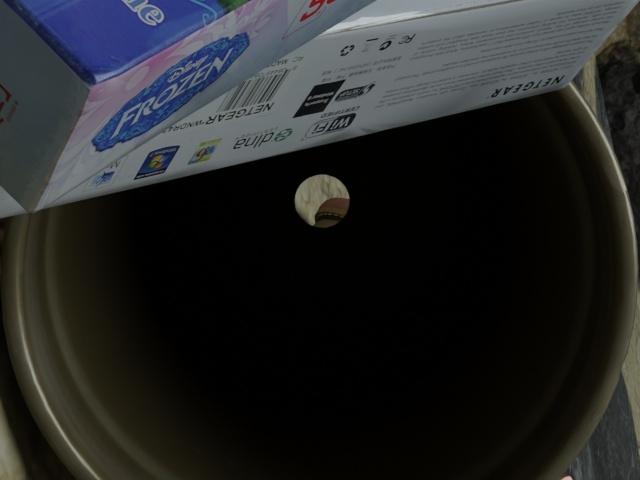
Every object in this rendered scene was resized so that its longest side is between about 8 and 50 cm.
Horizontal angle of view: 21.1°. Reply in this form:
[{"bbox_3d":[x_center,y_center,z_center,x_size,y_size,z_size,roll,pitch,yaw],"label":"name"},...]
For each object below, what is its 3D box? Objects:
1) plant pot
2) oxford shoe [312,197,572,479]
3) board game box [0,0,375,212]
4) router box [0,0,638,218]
[{"bbox_3d":[0.000,0.000,0.993,0.280,0.323,0.323,-88,166,-80],"label":"plant pot"},{"bbox_3d":[0.083,0.154,1.352,0.146,0.140,0.397,-37,104,-24],"label":"oxford shoe"},{"bbox_3d":[-0.096,-0.200,0.621,0.318,0.066,0.318,44,44,7],"label":"board game box"},{"bbox_3d":[-0.062,-0.178,0.735,0.335,0.082,0.301,-15,64,-40],"label":"router box"}]
